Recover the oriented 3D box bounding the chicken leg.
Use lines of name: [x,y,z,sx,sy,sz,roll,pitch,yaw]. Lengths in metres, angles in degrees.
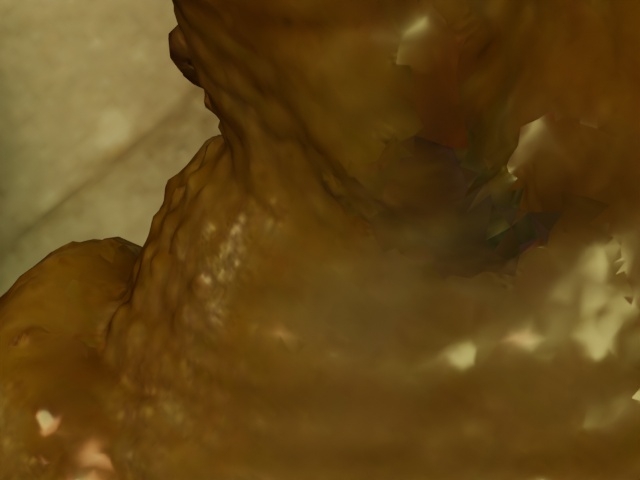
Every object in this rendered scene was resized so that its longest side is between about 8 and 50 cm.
chicken leg: [0.000,0.000,0.463,0.295,0.182,0.409,-23,121,17]
